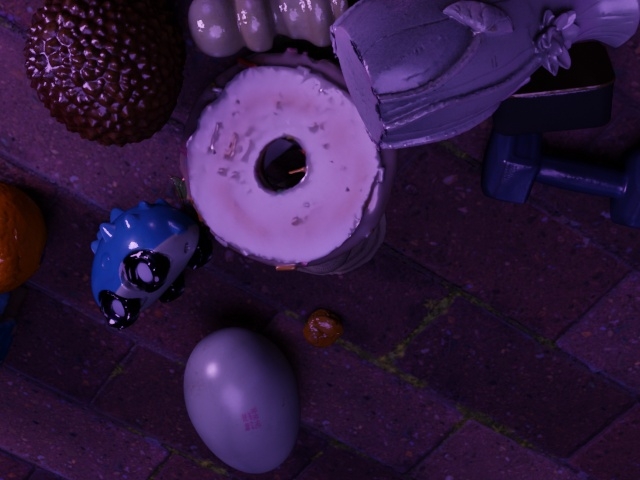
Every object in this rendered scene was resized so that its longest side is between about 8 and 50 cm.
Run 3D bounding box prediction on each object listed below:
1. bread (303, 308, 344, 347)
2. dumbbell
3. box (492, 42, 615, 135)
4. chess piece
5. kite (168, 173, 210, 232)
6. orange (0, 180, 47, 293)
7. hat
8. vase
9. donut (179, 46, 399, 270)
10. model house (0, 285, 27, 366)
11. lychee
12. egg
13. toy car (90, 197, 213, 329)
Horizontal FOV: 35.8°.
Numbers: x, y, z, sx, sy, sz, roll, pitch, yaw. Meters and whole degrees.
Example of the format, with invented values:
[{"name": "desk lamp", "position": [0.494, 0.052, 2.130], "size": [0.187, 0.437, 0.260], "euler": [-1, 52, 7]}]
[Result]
[{"name": "bread", "position": [0.006, 0.180, 2.020], "size": [0.083, 0.046, 0.081], "euler": [-18, 125, 14]}, {"name": "dumbbell", "position": [0.447, -0.113, 1.723], "size": [0.324, 0.160, 0.144], "euler": [12, 97, -4]}, {"name": "box", "position": [0.377, -0.247, 1.636], "size": [0.201, 0.144, 0.090], "euler": [-5, 128, 7]}, {"name": "chess piece", "position": [-0.085, -0.360, 1.563], "size": [0.251, 0.144, 0.144], "euler": [-11, 124, -1]}, {"name": "kite", "position": [-0.189, -0.096, 1.863], "size": [0.198, 0.006, 0.244], "euler": [22, 124, -11]}, {"name": "orange", "position": [-0.619, -0.009, 1.843], "size": [0.219, 0.193, 0.219], "euler": [-7, 134, -7]}, {"name": "hat", "position": [0.000, 0.000, 1.855], "size": [0.252, 0.110, 0.252], "euler": [1, 125, 1]}, {"name": "vase", "position": [0.251, -0.312, 1.490], "size": [0.445, 0.250, 0.250], "euler": [-22, 123, -8]}, {"name": "donut", "position": [-0.054, -0.141, 1.696], "size": [0.382, 0.142, 0.383], "euler": [2, 106, 6]}, {"name": "model house", "position": [-0.750, 0.212, 1.952], "size": [0.245, 0.280, 0.312], "euler": [24, 122, -13]}, {"name": "lychee", "position": [-0.348, -0.286, 1.584], "size": [0.267, 0.267, 0.267], "euler": [2, 125, 3]}, {"name": "egg", "position": [-0.153, 0.335, 2.030], "size": [0.230, 0.230, 0.371], "euler": [-8, 130, 10]}, {"name": "toy car", "position": [-0.340, 0.029, 1.860], "size": [0.190, 0.188, 0.255], "euler": [46, 129, 8]}]
